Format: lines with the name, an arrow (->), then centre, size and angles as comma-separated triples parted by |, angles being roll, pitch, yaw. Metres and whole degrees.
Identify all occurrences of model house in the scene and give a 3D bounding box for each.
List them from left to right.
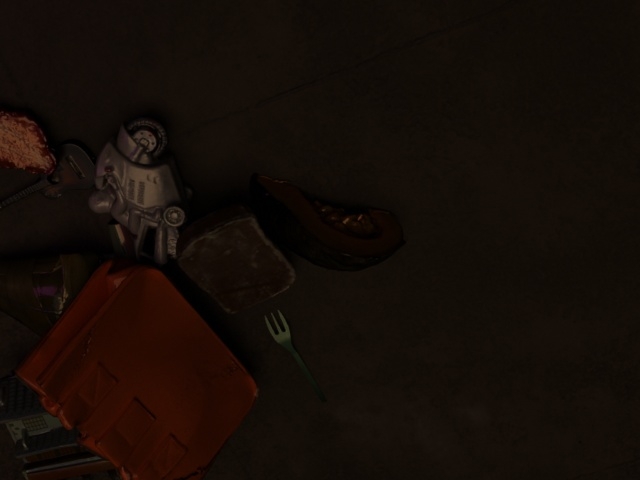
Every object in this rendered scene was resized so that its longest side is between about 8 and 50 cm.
model house -> -0.465, 0.326, 1.800 | 0.224, 0.198, 0.215 | -12, 114, 8

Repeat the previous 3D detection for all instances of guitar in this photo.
guitar -> -0.487, -0.094, 1.666 | 0.233, 0.025, 0.088 | -25, 115, 14

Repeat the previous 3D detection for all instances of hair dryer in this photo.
hair dryer -> -0.390, 0.023, 1.721 | 0.154, 0.054, 0.106 | -15, 113, 13

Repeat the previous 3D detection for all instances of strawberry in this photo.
strawberry -> -0.502, -0.165, 1.611 | 0.152, 0.048, 0.104 | 40, 103, -13

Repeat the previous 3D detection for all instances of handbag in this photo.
handbag -> -0.302, 0.252, 1.685 | 0.116, 0.303, 0.410 | 10, 144, 44

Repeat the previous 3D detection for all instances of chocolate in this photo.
chocolate -> -0.148, 0.018, 1.662 | 0.157, 0.080, 0.254 | -25, 145, 8

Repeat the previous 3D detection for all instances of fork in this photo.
fork -> -0.039, 0.230, 1.848 | 0.039, 0.021, 0.235 | -22, 116, 15

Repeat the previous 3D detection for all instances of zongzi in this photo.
zongzi -> -0.485, 0.146, 1.711 | 0.228, 0.115, 0.256 | -5, 103, 21

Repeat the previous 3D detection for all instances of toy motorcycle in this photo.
toy motorcycle -> -0.308, -0.078, 1.630 | 0.171, 0.110, 0.260 | -9, 115, 7

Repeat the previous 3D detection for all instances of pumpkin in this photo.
pumpkin -> -0.004, 0.002, 1.642 | 0.279, 0.163, 0.111 | 17, 120, -7
